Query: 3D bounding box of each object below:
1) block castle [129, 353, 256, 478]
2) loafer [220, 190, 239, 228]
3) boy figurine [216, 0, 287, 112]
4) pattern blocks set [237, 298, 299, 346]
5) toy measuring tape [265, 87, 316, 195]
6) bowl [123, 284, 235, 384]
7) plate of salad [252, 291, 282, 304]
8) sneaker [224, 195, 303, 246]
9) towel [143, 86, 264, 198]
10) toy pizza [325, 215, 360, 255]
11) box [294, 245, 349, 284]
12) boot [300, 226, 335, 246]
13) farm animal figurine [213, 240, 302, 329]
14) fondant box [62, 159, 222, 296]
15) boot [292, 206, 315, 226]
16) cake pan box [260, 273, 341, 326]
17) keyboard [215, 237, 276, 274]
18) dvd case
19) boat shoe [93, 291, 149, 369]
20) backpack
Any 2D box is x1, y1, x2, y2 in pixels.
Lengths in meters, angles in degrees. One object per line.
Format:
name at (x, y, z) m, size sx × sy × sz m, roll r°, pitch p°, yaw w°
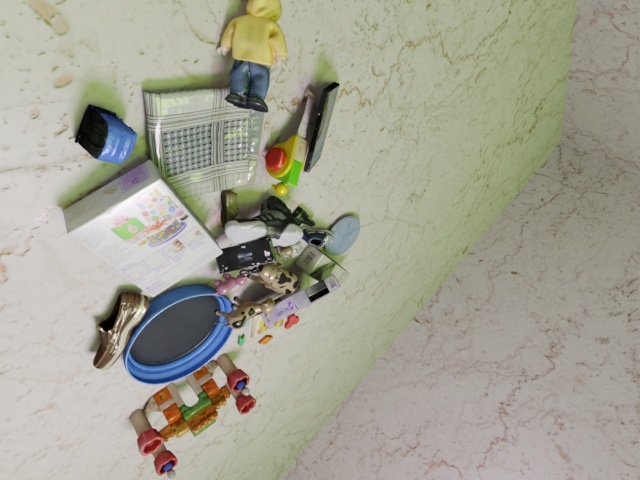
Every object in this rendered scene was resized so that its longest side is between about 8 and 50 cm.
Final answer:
block castle at (-0.483, 0.698, 1.618) m, size 0.453 × 0.213 × 0.303 m, roll -30°, pitch 140°, yaw -28°
loafer at (-0.277, -0.086, 1.256) m, size 0.050 × 0.056 × 0.148 m, roll -16°, pitch 133°, yaw -32°
boy figurine at (-0.160, -0.461, 0.965) m, size 0.092 × 0.177 × 0.285 m, roll -11°, pitch 111°, yaw -77°
pattern blocks set at (-0.216, 0.347, 1.760) m, size 0.325 × 0.026 × 0.285 m, roll -25°, pitch 138°, yaw -32°
toy measuring tape at (-0.099, -0.301, 1.251) m, size 0.121 × 0.121 × 0.330 m, roll 14°, pitch 88°, yaw -53°
bowl at (-0.477, 0.319, 1.389) m, size 0.391 × 0.077 × 0.391 m, roll -30°, pitch 140°, yaw -28°
plate of salad at (-0.213, 0.244, 1.557) m, size 0.200 × 0.048 × 0.200 m, roll -23°, pitch 180°, yaw 0°
sneaker at (-0.190, -0.065, 1.299) m, size 0.269 × 0.153 × 0.101 m, roll 5°, pitch 142°, yaw -37°
towel at (-0.293, -0.252, 1.084) m, size 0.324 × 0.056 × 0.312 m, roll -21°, pitch 136°, yaw -37°
toy pizza at (0.092, -0.022, 1.761) m, size 0.201 × 0.032 × 0.201 m, roll -28°, pitch 139°, yaw -28°
box at (0.012, 0.120, 1.746) m, size 0.113 × 0.094 × 0.275 m, roll -52°, pitch 145°, yaw 1°
boot at (0.000, 0.000, 1.602) m, size 0.190 × 0.086 × 0.069 m, roll 8°, pitch 116°, yaw -42°
farm animal figurine at (-0.187, 0.139, 1.389) m, size 0.327 × 0.172 × 0.330 m, roll 9°, pitch 97°, yaw -54°
fondant box at (-0.442, -0.016, 1.063) m, size 0.238 × 0.096 × 0.330 m, roll -33°, pitch 145°, yaw -6°
boot at (-0.082, -0.060, 1.514) m, size 0.099 × 0.045 × 0.121 m, roll -50°, pitch 139°, yaw -5°
cake pan box at (-0.078, 0.241, 1.626) m, size 0.246 × 0.070 × 0.267 m, roll -25°, pitch 172°, yaw -41°
keyboard at (-0.231, 0.059, 1.262) m, size 0.180 × 0.023 × 0.108 m, roll -12°, pitch 109°, yaw -5°
dvd case at (0.004, -0.354, 1.268) m, size 0.180 × 0.022 × 0.253 m, roll -66°, pitch 174°, yaw -60°
boat shoe at (-0.608, 0.257, 1.184) m, size 0.095 × 0.095 × 0.257 m, roll 29°, pitch 92°, yaw -42°
backpack at (-0.450, -0.224, 0.871) m, size 0.101 × 0.120 × 0.098 m, roll 2°, pitch 119°, yaw -50°
